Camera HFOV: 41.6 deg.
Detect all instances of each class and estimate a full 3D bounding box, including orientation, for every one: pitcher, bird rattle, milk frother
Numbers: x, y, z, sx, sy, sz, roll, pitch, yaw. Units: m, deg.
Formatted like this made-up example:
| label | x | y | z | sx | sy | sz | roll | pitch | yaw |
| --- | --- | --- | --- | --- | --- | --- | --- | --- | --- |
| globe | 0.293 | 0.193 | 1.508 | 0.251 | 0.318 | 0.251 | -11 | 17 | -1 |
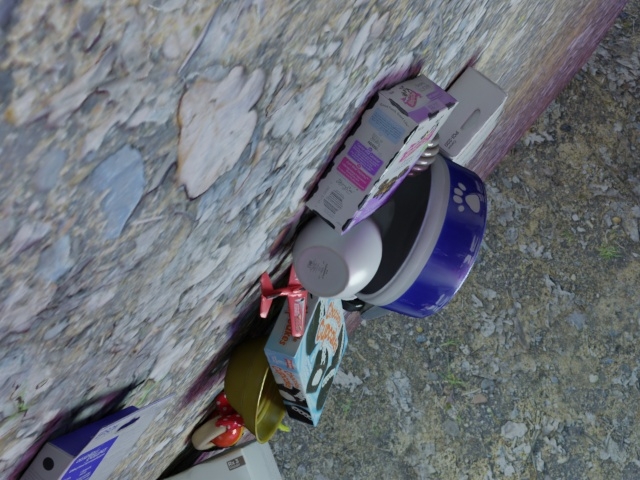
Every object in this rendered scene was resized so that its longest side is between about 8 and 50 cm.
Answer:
| label | x | y | z | sx | sy | sz | roll | pitch | yaw |
| --- | --- | --- | --- | --- | --- | --- | --- | --- | --- |
| pitcher | 0.032 | 0.025 | 1.278 | 0.207 | 0.125 | 0.178 | -49 | 156 | -59 |
| bird rattle | -0.176 | 0.386 | 1.773 | 0.207 | 0.143 | 0.253 | -35 | 170 | 11 |
| milk frother | 0.074 | 0.108 | 1.786 | 0.129 | 0.135 | 0.143 | -15 | 156 | -15 |

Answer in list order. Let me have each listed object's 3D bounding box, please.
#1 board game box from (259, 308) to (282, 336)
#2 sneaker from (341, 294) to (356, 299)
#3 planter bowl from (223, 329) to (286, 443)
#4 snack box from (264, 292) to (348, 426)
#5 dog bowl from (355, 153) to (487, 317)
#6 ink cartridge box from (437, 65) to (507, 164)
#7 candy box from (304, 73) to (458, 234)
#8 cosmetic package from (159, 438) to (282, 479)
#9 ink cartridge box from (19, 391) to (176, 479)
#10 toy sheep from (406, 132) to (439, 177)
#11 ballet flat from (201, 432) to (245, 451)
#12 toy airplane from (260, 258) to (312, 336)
| label | x | y | z | sx | sy | sz | roll | pitch | yaw |
| --- | --- | --- | --- | --- | --- | --- | --- | --- | --- |
| board game box | -0.098 | 0.220 | 1.661 | 0.194 | 0.060 | 0.194 | -47 | 170 | -9 |
| sneaker | 0.072 | -0.009 | 1.548 | 0.232 | 0.090 | 0.115 | -58 | -163 | 1 |
| planter bowl | -0.111 | 0.240 | 1.488 | 0.217 | 0.090 | 0.217 | 15 | 90 | -76 |
| snack box | -0.017 | 0.183 | 1.484 | 0.322 | 0.060 | 0.187 | 79 | 29 | -58 |
| dog bowl | 0.152 | -0.012 | 1.369 | 0.265 | 0.104 | 0.265 | -54 | -156 | 37 |
| ink cartridge box | 0.245 | -0.198 | 1.525 | 0.158 | 0.092 | 0.218 | -49 | 172 | -4 |
| candy box | 0.085 | -0.120 | 1.151 | 0.196 | 0.070 | 0.165 | -56 | 169 | 31 |
| cosmetic package | -0.222 | 0.574 | 1.962 | 0.217 | 0.156 | 0.385 | -23 | 171 | 2 |
| ink cartridge box | -0.284 | 0.263 | 1.007 | 0.208 | 0.045 | 0.206 | -50 | 170 | 9 |
| toy sheep | 0.134 | -0.139 | 1.269 | 0.091 | 0.091 | 0.132 | -37 | 155 | -54 |
| ballet flat | -0.212 | 0.443 | 1.966 | 0.206 | 0.067 | 0.073 | -55 | 170 | 30 |
| toy airplane | -0.051 | 0.079 | 1.282 | 0.151 | 0.028 | 0.151 | -20 | 113 | -59 |
